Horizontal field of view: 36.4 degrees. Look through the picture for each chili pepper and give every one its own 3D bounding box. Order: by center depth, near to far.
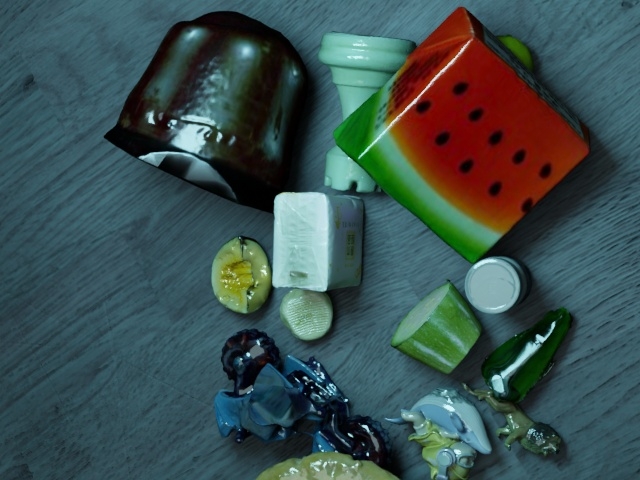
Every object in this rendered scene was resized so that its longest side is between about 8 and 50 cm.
[{"bbox_3d":[0.392,0.209,1.846,0.108,0.062,0.216,43,97,23],"label":"chili pepper"}]

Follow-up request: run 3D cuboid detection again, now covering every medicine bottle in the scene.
[{"bbox_3d":[0.333,0.080,1.810,0.105,0.168,0.105,0,91,20],"label":"medicine bottle"}]

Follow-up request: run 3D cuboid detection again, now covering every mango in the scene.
[{"bbox_3d":[0.328,-0.303,1.849,0.119,0.100,0.178,32,105,15],"label":"mango"}]

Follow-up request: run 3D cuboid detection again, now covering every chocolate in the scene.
[{"bbox_3d":[0.263,-0.177,1.766,0.360,0.161,0.341,40,105,-15],"label":"chocolate"},{"bbox_3d":[-0.181,-0.271,1.898,0.383,0.383,0.331,28,97,17],"label":"chocolate"}]

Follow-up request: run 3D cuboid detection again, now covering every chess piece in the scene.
[{"bbox_3d":[0.080,-0.249,1.904,0.194,0.194,0.299,10,102,19],"label":"chess piece"}]

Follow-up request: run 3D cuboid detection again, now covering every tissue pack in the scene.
[{"bbox_3d":[0.000,0.000,1.897,0.124,0.225,0.185,4,92,19],"label":"tissue pack"}]

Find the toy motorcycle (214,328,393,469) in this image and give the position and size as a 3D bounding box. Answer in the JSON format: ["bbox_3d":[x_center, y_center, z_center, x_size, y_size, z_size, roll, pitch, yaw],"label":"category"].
[{"bbox_3d":[-0.056,0.364,1.955,0.416,0.172,0.232,35,107,16],"label":"toy motorcycle"}]

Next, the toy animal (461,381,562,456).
[{"bbox_3d":[0.354,0.345,1.860,0.219,0.069,0.086,37,84,12],"label":"toy animal"}]

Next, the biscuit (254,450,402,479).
[{"bbox_3d":[0.023,0.619,1.821,0.429,0.104,0.447,17,98,13],"label":"biscuit"}]

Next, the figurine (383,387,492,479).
[{"bbox_3d":[0.231,0.371,1.874,0.208,0.128,0.184,12,97,27],"label":"figurine"}]

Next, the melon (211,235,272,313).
[{"bbox_3d":[-0.166,0.072,2.041,0.128,0.079,0.160,-8,88,37],"label":"melon"}]

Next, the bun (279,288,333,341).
[{"bbox_3d":[-0.027,0.147,1.990,0.115,0.069,0.115,0,100,1],"label":"bun"}]

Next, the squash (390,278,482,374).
[{"bbox_3d":[0.229,0.169,1.859,0.122,0.170,0.170,38,102,1],"label":"squash"}]
